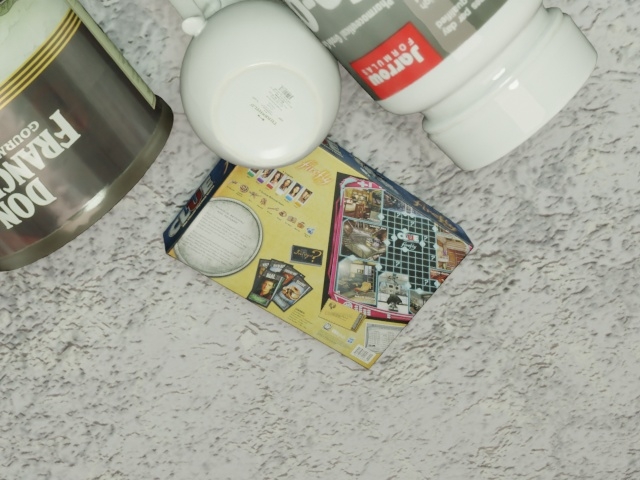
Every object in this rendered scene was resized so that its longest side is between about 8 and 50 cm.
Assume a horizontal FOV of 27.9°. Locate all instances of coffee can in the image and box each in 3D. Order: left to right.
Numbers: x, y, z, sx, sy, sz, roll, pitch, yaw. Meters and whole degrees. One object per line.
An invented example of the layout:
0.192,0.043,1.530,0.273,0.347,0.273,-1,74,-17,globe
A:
-0.277,-0.141,1.009,0.201,0.201,0.275,-34,117,10,coffee can

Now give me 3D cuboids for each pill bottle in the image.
0.062,-0.196,0.946,0.161,0.161,0.283,-41,102,13,pill bottle

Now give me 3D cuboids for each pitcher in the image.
-0.070,-0.153,1.030,0.177,0.207,0.125,36,108,-22,pitcher

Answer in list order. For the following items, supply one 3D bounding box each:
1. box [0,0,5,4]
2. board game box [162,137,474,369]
-0.281,-0.342,0.866,0.079,0.257,0.322,-24,121,34,box
0.000,0.000,1.204,0.243,0.042,0.165,32,107,-26,board game box
